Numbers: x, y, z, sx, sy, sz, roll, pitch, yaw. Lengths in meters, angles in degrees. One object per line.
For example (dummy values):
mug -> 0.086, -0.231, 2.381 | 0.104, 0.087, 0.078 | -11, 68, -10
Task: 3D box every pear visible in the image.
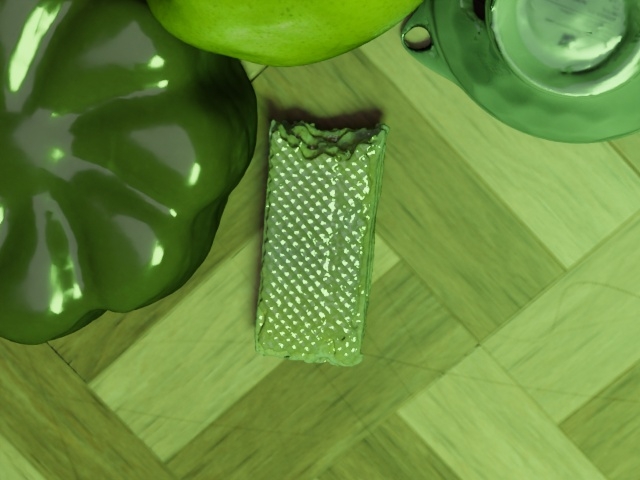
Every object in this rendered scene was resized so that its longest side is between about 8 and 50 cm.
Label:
pear -> -0.015, -0.281, 1.394 | 0.294, 0.294, 0.294 | 3, 107, 10

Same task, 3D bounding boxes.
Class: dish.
dish -> 0.218, -0.206, 1.457 | 0.303, 0.120, 0.303 | 3, 108, 8

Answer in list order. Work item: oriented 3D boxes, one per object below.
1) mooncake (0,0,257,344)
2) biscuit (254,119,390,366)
mooncake -> -0.250, -0.094, 1.536 | 0.379, 0.201, 0.378 | 3, 108, 9
biscuit -> 0.000, 0.000, 1.592 | 0.108, 0.062, 0.238 | 7, 109, 6
